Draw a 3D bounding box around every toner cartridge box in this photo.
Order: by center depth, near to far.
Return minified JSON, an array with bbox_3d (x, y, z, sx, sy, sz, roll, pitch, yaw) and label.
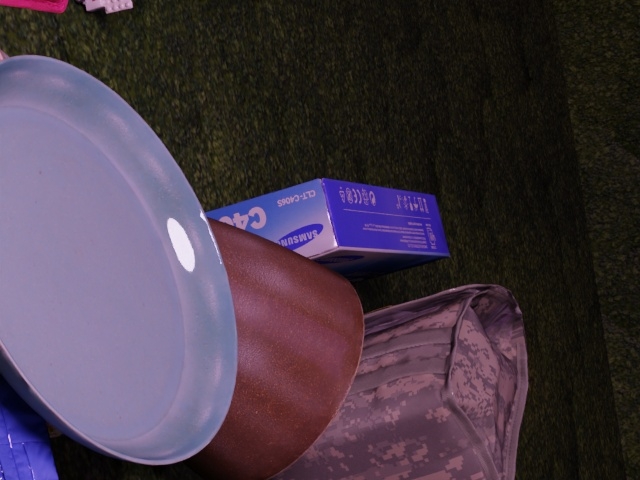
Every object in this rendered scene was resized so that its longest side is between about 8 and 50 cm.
[{"bbox_3d":[0.000,0.000,2.009,0.348,0.165,0.075,4,70,-68],"label":"toner cartridge box"}]

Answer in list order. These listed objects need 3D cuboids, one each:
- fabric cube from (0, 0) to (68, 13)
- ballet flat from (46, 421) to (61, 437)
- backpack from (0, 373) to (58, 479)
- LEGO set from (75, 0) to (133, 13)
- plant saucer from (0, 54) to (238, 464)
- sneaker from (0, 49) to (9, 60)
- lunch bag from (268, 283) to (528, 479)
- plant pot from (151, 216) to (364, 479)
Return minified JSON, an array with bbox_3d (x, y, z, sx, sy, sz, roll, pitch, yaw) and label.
[{"bbox_3d":[-0.266,-0.347,1.306,0.258,0.254,0.259,99,-1,-48],"label":"fabric cube"},{"bbox_3d":[-0.239,0.050,1.444,0.091,0.077,0.241,-43,121,-27],"label":"ballet flat"},{"bbox_3d":[-0.241,0.164,1.342,0.101,0.098,0.120,-3,68,-50],"label":"backpack"},{"bbox_3d":[-0.230,-0.331,1.831,0.244,0.060,0.182,55,30,-41],"label":"LEGO set"},{"bbox_3d":[-0.172,0.018,1.418,0.317,0.044,0.317,42,35,-39],"label":"plant saucer"},{"bbox_3d":[-0.256,-0.084,1.513,0.121,0.099,0.262,-54,126,-71],"label":"sneaker"},{"bbox_3d":[0.078,0.156,1.981,0.169,0.235,0.287,61,23,-23],"label":"lunch bag"},{"bbox_3d":[-0.118,0.064,1.635,0.230,0.215,0.215,36,39,-36],"label":"plant pot"}]
